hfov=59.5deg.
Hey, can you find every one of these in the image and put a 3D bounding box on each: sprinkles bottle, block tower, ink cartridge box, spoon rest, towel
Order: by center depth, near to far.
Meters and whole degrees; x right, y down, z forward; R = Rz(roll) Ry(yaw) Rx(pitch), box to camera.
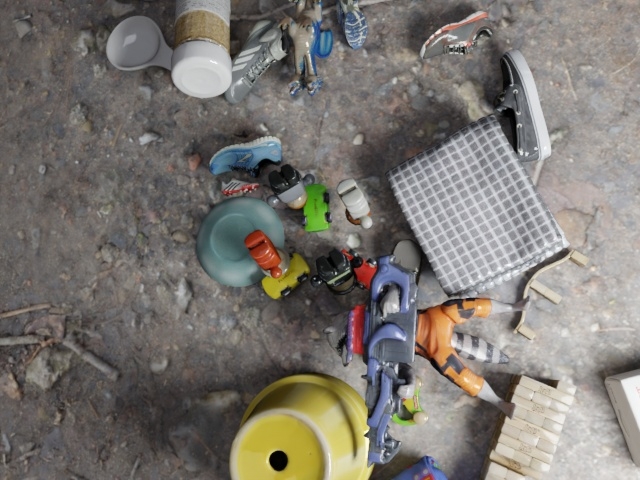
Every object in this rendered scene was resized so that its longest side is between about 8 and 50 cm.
[{"bbox_3d":[0.611,0.275,0.914,0.219,0.092,0.160,-18,75,7],"label":"ink cartridge box"},{"bbox_3d":[0.327,0.387,0.951,0.097,0.091,0.335,21,83,14],"label":"block tower"},{"bbox_3d":[0.278,-0.056,1.020,0.235,0.121,0.283,-29,75,15],"label":"towel"},{"bbox_3d":[-0.250,-0.480,1.193,0.121,0.121,0.355,-9,65,10],"label":"sprinkles bottle"},{"bbox_3d":[-0.370,-0.416,1.259,0.276,0.084,0.137,30,86,15],"label":"spoon rest"}]

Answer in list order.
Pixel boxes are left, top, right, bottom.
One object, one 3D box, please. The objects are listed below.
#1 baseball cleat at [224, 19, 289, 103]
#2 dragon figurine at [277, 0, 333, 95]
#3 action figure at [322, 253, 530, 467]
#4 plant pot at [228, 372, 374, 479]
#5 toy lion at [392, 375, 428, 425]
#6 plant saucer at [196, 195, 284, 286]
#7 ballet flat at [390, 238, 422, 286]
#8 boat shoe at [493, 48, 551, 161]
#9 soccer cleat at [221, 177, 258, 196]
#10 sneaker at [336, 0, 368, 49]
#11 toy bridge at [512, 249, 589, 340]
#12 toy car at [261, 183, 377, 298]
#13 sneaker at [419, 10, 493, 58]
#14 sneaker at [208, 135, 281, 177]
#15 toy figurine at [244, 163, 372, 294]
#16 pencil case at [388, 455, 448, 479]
[{"bbox_3d":[-0.135,-0.384,1.201,0.109,0.072,0.205,18,83,35],"label":"baseball cleat"},{"bbox_3d":[-0.023,-0.440,1.191,0.085,0.144,0.289,4,60,14],"label":"dragon figurine"},{"bbox_3d":[0.163,0.209,0.958,0.330,0.178,0.341,11,86,11],"label":"action figure"},{"bbox_3d":[-0.040,0.357,0.956,0.254,0.239,0.254,-3,78,12],"label":"plant pot"},{"bbox_3d":[0.145,0.293,1.041,0.096,0.034,0.100,-11,77,16],"label":"toy lion"},{"bbox_3d":[-0.173,-0.003,1.160,0.195,0.037,0.194,-2,78,11],"label":"plant saucer"},{"bbox_3d":[0.141,0.119,1.067,0.084,0.058,0.249,12,87,3],"label":"ballet flat"},{"bbox_3d":[0.375,-0.257,1.082,0.076,0.080,0.228,-14,84,7],"label":"boat shoe"},{"bbox_3d":[-0.172,-0.117,1.187,0.083,0.029,0.035,-10,81,14],"label":"soccer cleat"},{"bbox_3d":[0.063,-0.477,1.203,0.052,0.058,0.135,-13,97,-16],"label":"sneaker"},{"bbox_3d":[0.409,0.094,1.026,0.063,0.026,0.188,36,88,18],"label":"toy bridge"},{"bbox_3d":[0.000,0.000,1.116,0.239,0.053,0.225,-6,77,10],"label":"toy car"},{"bbox_3d":[0.279,-0.404,1.138,0.158,0.061,0.065,-28,81,6],"label":"sneaker"},{"bbox_3d":[-0.157,-0.165,1.176,0.162,0.063,0.073,-16,79,8],"label":"sneaker"},{"bbox_3d":[-0.014,-0.018,1.025,0.213,0.148,0.209,11,75,15],"label":"toy figurine"},{"bbox_3d":[0.107,0.501,0.957,0.306,0.119,0.133,-35,61,4],"label":"pencil case"}]
